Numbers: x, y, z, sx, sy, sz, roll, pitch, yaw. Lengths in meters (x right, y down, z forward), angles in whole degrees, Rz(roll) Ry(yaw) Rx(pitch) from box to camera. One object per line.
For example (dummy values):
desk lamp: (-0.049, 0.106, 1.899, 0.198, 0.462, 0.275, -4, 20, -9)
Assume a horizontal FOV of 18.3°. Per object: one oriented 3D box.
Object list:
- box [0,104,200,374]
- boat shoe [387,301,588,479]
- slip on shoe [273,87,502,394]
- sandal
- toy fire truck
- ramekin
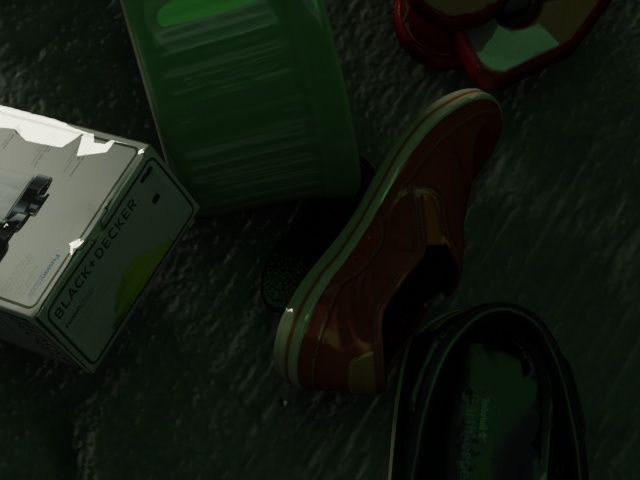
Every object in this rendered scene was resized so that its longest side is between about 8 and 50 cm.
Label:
box: (-0.259, -0.015, 1.587, 0.290, 0.087, 0.169, 14, 64, 37)
boat shoe: (0.129, 0.279, 1.562, 0.186, 0.156, 0.500, 5, 70, -6)
slip on shoe: (0.080, 0.003, 1.656, 0.101, 0.123, 0.331, 19, 53, 21)
sandal: (0.000, 0.000, 1.721, 0.067, 0.040, 0.179, 27, 54, -1)
toy fire truck: (0.158, -0.301, 1.751, 0.254, 0.169, 0.302, -27, 80, -5)
ramekin: (-0.080, -0.164, 1.638, 0.148, 0.303, 0.303, -16, 71, -4)
